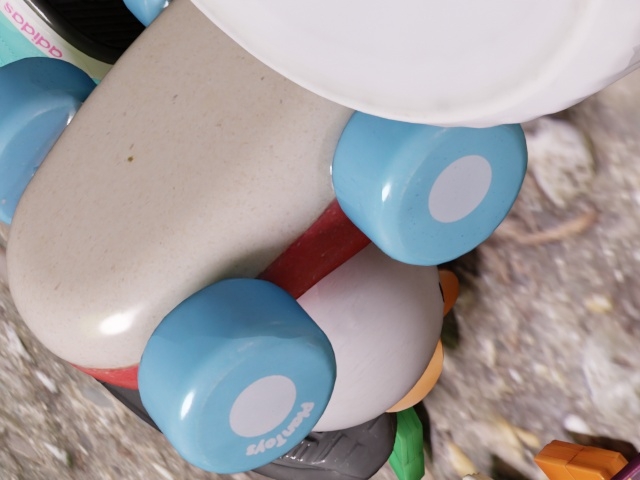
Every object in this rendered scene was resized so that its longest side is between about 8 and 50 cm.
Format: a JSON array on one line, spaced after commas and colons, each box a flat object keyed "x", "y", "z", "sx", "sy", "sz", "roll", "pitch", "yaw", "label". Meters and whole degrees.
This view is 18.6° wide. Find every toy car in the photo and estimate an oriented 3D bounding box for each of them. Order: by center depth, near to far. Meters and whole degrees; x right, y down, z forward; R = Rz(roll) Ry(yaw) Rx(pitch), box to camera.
[{"x": 0.000, "y": 0.000, "z": 0.863, "sx": 0.219, "sy": 0.210, "sz": 0.238, "roll": 44, "pitch": -177, "yaw": 41, "label": "toy car"}]

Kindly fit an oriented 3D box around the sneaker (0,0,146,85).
[{"x": -0.208, "y": -0.176, "z": 0.989, "sx": 0.295, "sy": 0.124, "sz": 0.178, "roll": 52, "pitch": 143, "yaw": -2, "label": "sneaker"}]

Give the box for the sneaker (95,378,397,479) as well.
[{"x": -0.047, "y": 0.073, "z": 1.071, "sx": 0.286, "sy": 0.109, "sz": 0.130, "roll": 29, "pitch": 154, "yaw": 50, "label": "sneaker"}]

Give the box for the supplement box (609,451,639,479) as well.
[{"x": 0.202, "y": 0.147, "z": 0.784, "sx": 0.188, "sy": 0.081, "sz": 0.104, "roll": 47, "pitch": 152, "yaw": 10, "label": "supplement box"}]

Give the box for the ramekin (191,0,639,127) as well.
[{"x": 0.033, "y": -0.158, "z": 0.601, "sx": 0.273, "sy": 0.127, "sz": 0.273, "roll": 29, "pitch": 142, "yaw": 26, "label": "ramekin"}]

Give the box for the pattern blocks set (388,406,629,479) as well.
[{"x": 0.146, "y": 0.202, "z": 0.990, "sx": 0.325, "sy": 0.026, "sz": 0.285, "roll": 39, "pitch": 149, "yaw": 23, "label": "pattern blocks set"}]
